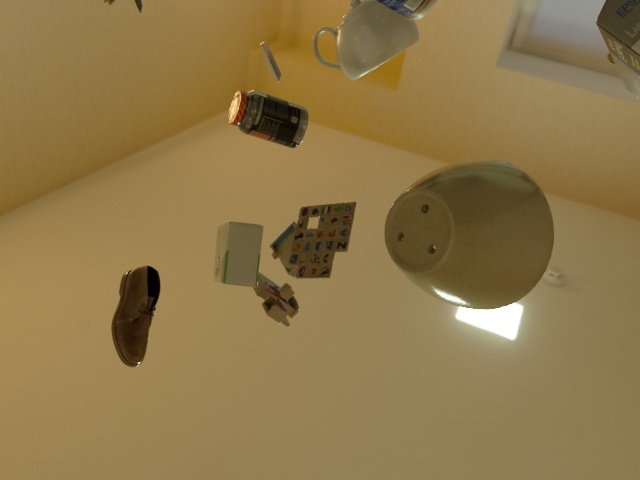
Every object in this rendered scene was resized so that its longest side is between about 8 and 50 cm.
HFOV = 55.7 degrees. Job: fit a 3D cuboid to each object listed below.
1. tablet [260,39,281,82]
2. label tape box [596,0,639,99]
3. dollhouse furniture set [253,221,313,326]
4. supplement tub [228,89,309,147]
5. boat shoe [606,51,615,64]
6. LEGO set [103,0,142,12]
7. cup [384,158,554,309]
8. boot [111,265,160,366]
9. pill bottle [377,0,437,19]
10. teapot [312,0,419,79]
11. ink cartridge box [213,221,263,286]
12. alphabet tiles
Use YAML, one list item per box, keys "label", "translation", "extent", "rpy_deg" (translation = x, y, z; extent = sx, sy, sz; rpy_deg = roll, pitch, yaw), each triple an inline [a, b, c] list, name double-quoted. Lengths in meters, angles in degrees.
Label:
- label: "tablet"
  translation: [-0.068, -0.246, 0.830]
  extent: [0.006, 0.054, 0.083]
  rpy_deg: [-23, -159, 8]
- label: "label tape box"
  translation: [0.506, -0.271, 0.884]
  extent: [0.240, 0.106, 0.334]
  rpy_deg: [19, -149, -52]
- label: "dollhouse furniture set"
  translation: [-0.075, 0.132, 2.246]
  extent: [0.198, 0.303, 0.286]
  rpy_deg: [38, -171, -37]
- label: "supplement tub"
  translation: [-0.137, -0.321, 1.587]
  extent: [0.190, 0.117, 0.117]
  rpy_deg: [14, -152, -25]
- label: "boat shoe"
  translation: [0.778, -0.432, 1.478]
  extent: [0.153, 0.056, 0.048]
  rpy_deg: [17, -120, 4]
- label: "LEGO set"
  translation: [-0.299, -0.581, 1.030]
  extent: [0.254, 0.331, 0.192]
  rpy_deg: [-24, -146, -17]
- label: "cup"
  translation: [0.269, -0.016, 1.251]
  extent: [0.237, 0.331, 0.331]
  rpy_deg: [2, -151, -43]
- label: "boot"
  translation: [-0.539, 0.218, 1.797]
  extent: [0.112, 0.115, 0.305]
  rpy_deg: [23, -125, -46]
- label: "pill bottle"
  translation: [0.147, -0.632, 1.387]
  extent: [0.264, 0.153, 0.153]
  rpy_deg: [20, -154, -24]
- label: "teapot"
  translation: [0.131, -0.573, 1.665]
  extent: [0.256, 0.187, 0.252]
  rpy_deg: [-35, -168, -11]
- label: "ink cartridge box"
  translation: [-0.216, 0.037, 1.557]
  extent: [0.093, 0.154, 0.212]
  rpy_deg: [6, 177, -15]
- label: "alphabet tiles"
  translation: [0.000, 0.000, 1.772]
  extent: [0.198, 0.009, 0.237]
  rpy_deg: [-3, -116, 33]
